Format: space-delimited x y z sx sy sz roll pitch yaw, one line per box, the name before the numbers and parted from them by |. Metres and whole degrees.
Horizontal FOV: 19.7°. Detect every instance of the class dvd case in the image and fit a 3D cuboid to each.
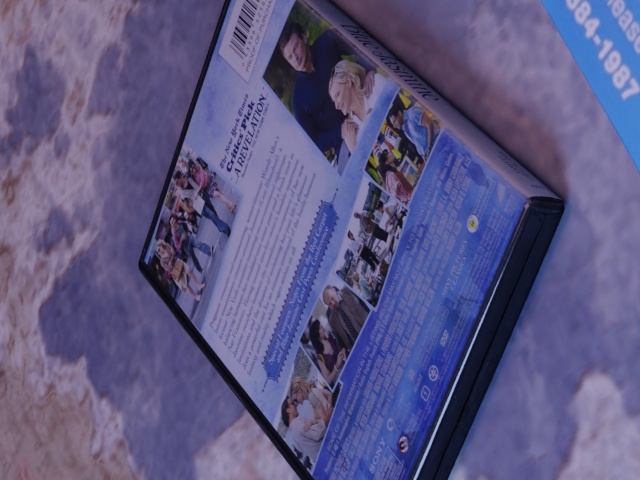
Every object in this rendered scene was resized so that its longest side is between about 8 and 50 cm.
dvd case | 0.000 0.000 0.822 0.253 0.022 0.180 47 124 46

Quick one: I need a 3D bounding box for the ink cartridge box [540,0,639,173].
ink cartridge box | 0.190 -0.232 0.446 0.395 0.166 0.285 -53 47 38
